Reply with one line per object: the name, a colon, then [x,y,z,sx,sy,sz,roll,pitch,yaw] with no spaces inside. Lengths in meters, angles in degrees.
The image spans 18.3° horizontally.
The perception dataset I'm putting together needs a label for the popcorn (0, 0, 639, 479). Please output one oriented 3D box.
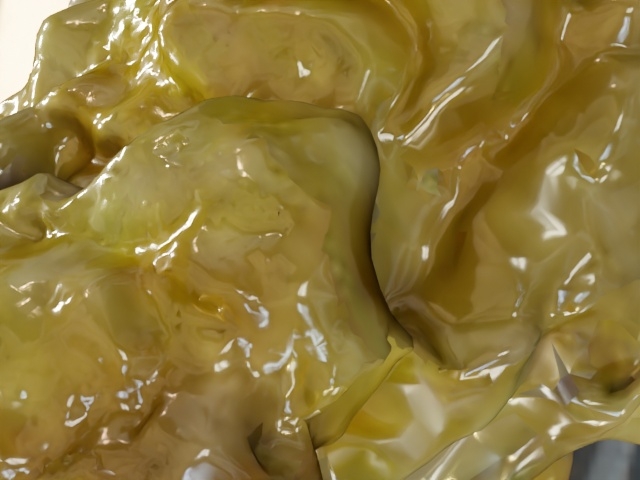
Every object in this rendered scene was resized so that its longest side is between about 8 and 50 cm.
popcorn: [0.000,0.000,0.573,0.225,0.332,0.265,50,132,3]
